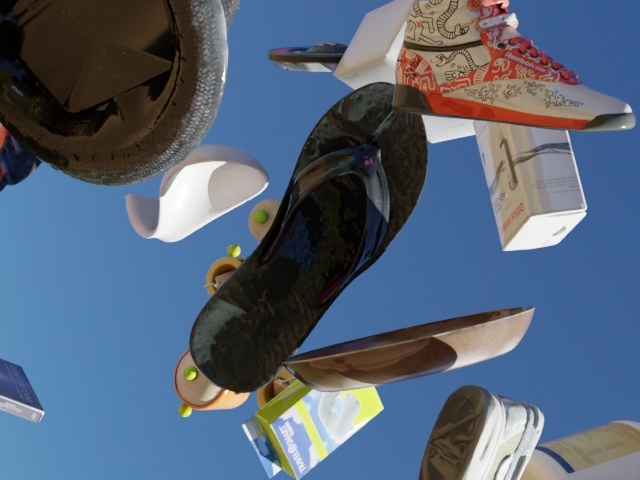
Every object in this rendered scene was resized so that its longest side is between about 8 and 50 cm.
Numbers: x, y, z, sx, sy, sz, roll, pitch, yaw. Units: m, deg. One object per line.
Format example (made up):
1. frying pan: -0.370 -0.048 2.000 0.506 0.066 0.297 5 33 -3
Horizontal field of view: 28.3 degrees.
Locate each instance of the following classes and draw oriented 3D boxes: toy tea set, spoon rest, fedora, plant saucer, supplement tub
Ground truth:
1. toy tea set: -0.108 0.104 1.820 0.200 0.124 0.336 -4 -105 27
2. spoon rest: -0.174 -0.058 1.693 0.276 0.137 0.084 -24 -119 52
3. fedora: -0.188 -0.214 1.195 0.334 0.152 0.334 17 -58 28
4. plant saucer: 0.109 0.133 1.524 0.311 0.311 0.050 -16 -93 64
5. supplement tub: 0.472 0.432 2.138 0.228 0.316 0.228 28 -58 55

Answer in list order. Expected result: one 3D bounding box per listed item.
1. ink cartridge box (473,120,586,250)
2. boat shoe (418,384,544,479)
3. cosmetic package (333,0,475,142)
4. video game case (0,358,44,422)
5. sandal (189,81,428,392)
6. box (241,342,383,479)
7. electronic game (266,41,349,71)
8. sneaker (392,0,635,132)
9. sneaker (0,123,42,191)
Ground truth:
1. ink cartridge box: 0.304 -0.111 1.860 0.158 0.092 0.217 111 -31 -70
2. boat shoe: 0.146 0.317 1.384 0.118 0.103 0.320 24 -85 64
3. cosmetic package: 0.176 -0.282 2.099 0.138 0.225 0.224 -60 -163 -12
4. video game case: -0.554 0.181 1.885 0.026 0.274 0.196 -61 -153 3
5. sandal: 0.001 0.002 1.599 0.445 0.168 0.107 -58 -172 -2
6. box: -0.008 0.230 1.667 0.042 0.178 0.109 24 -35 50
7. electronic game: 0.018 -0.334 2.285 0.229 0.229 0.048 23 -64 59
8. sneaker: 0.212 -0.198 1.377 0.270 0.090 0.144 9 -84 22
9. sneaker: -0.390 -0.095 1.330 0.136 0.313 0.116 30 -28 8
